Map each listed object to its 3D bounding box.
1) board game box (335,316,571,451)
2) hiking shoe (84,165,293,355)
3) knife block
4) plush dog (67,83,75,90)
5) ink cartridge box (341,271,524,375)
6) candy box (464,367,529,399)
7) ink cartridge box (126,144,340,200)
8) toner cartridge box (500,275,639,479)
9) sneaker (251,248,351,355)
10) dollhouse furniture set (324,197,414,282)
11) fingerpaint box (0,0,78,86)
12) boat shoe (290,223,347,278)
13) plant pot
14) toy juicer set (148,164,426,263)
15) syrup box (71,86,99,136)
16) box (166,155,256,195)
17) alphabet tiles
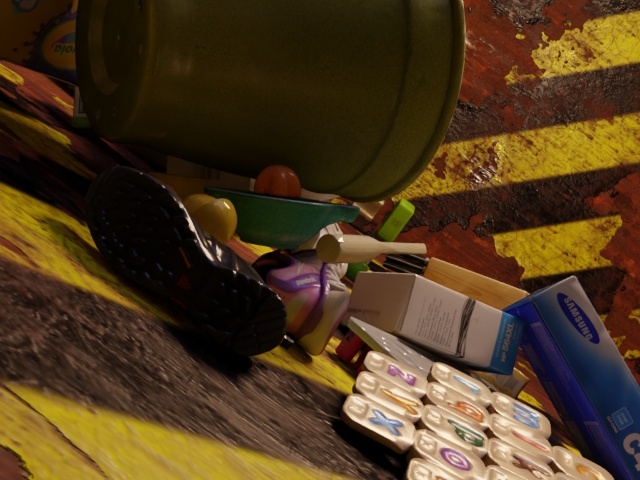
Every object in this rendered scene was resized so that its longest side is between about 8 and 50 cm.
[{"bbox_3d":[0.239,0.261,1.111,0.390,0.050,0.390,41,7,39],"label":"board game box"},{"bbox_3d":[-0.120,0.026,0.835,0.227,0.086,0.114,43,-7,13],"label":"hiking shoe"},{"bbox_3d":[0.257,0.082,1.828,0.088,0.275,0.242,27,40,-56],"label":"knife block"},{"bbox_3d":[-0.349,-0.296,1.684,0.225,0.210,0.262,0,24,-32],"label":"plush dog"},{"bbox_3d":[0.155,0.115,1.291,0.203,0.086,0.148,24,-13,-28],"label":"ink cartridge box"},{"bbox_3d":[0.227,0.190,1.446,0.186,0.053,0.109,37,-20,16],"label":"candy box"},{"bbox_3d":[-0.096,-0.170,1.589,0.270,0.151,0.395,-7,-23,33],"label":"ink cartridge box"},{"bbox_3d":[0.384,0.225,1.289,0.348,0.075,0.165,62,-9,7],"label":"toner cartridge box"},{"bbox_3d":[-0.035,0.047,1.065,0.104,0.095,0.236,27,8,-10],"label":"sneaker"},{"bbox_3d":[0.016,-0.082,1.896,0.301,0.197,0.151,36,7,-2],"label":"dollhouse furniture set"},{"bbox_3d":[-0.475,-0.367,1.051,0.371,0.163,0.445,35,9,20],"label":"fingerpaint box"},{"bbox_3d":[0.000,0.000,1.651,0.088,0.096,0.267,39,6,-16],"label":"boat shoe"},{"bbox_3d":[-0.084,-0.229,1.092,0.353,0.366,0.366,-1,27,-34],"label":"plant pot"},{"bbox_3d":[-0.057,-0.037,0.981,0.329,0.089,0.209,9,4,13],"label":"toy juicer set"},{"bbox_3d":[-0.226,-0.198,1.332,0.237,0.093,0.096,2,-3,15],"label":"syrup box"},{"bbox_3d":[-0.136,-0.099,1.370,0.130,0.091,0.170,1,-3,13],"label":"box"},{"bbox_3d":[0.153,0.200,0.876,0.278,0.021,0.284,26,17,4],"label":"alphabet tiles"}]
